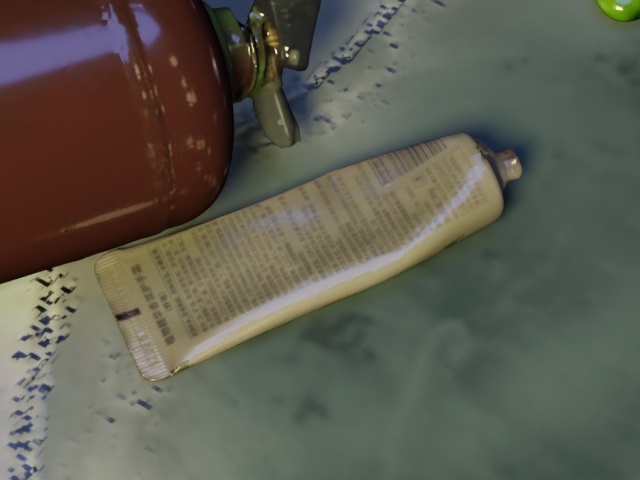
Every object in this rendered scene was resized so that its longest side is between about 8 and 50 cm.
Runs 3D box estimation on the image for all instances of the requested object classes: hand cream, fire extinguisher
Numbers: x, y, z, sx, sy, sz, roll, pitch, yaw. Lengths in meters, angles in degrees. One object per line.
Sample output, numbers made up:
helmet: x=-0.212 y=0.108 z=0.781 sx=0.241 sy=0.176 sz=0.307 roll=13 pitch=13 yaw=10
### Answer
hand cream: x=0.000 y=0.000 z=0.688 sx=0.165 sy=0.037 sz=0.057 roll=-22 pitch=62 yaw=-11
fire extinguisher: x=-0.141 y=-0.042 z=0.636 sx=0.337 sy=0.135 sz=0.114 roll=-18 pitch=32 yaw=-18

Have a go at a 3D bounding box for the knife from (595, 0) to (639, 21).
knife: x=0.109 y=-0.180 z=0.823 sx=0.054 sy=0.015 sz=0.212 roll=-3 pitch=57 yaw=-8
